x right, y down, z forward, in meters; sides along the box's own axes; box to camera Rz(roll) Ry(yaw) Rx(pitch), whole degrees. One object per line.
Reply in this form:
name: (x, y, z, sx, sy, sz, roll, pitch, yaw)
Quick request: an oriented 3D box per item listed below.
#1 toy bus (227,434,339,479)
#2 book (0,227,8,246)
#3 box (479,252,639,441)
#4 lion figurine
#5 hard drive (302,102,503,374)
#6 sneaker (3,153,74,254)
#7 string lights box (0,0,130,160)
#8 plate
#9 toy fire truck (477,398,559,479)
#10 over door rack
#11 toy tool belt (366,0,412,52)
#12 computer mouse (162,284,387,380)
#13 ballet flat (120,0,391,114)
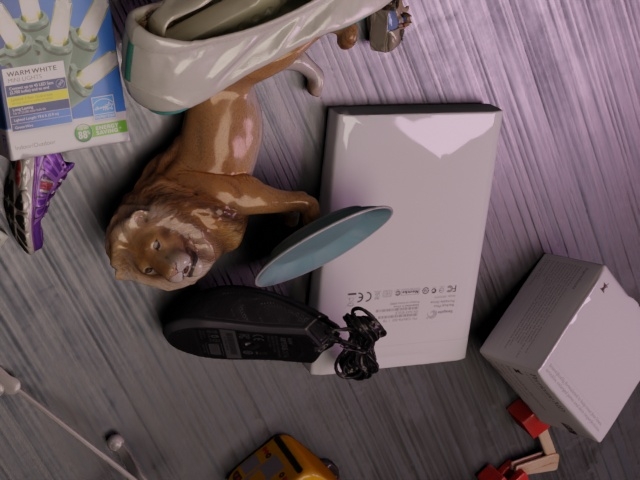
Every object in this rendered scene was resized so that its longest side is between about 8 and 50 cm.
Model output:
toy bus: (0.020, 0.410, 1.938, 0.130, 0.108, 0.333, -39, 122, -5)
book: (-0.436, -0.007, 1.586, 0.144, 0.035, 0.096, 38, 89, -33)
box: (0.347, 0.146, 1.950, 0.181, 0.119, 0.182, 47, 70, -32)
lion figurine: (-0.110, -0.130, 1.646, 0.240, 0.142, 0.392, 8, 94, -20)
hard drive: (0.104, -0.002, 1.837, 0.233, 0.047, 0.353, -4, 114, -24)
sneaker: (-0.314, -0.065, 1.600, 0.071, 0.068, 0.170, -2, 112, -31)
string lights box: (-0.292, -0.225, 1.502, 0.133, 0.077, 0.260, -12, 103, -20)
plate: (0.000, 0.000, 1.690, 0.188, 0.188, 0.024, -25, 79, -14)
toy fire truck: (0.304, 0.336, 2.079, 0.135, 0.047, 0.192, -44, 124, -4)
over door rack: (-0.351, 0.322, 1.737, 0.324, 0.108, 0.239, 39, 92, -18)
toy tool belt: (0.085, -0.271, 1.715, 0.051, 0.052, 0.083, -31, 131, -48)
computer mouse: (-0.057, 0.103, 1.748, 0.272, 0.072, 0.188, 5, 155, 0)
ballet flat: (-0.042, -0.276, 1.528, 0.400, 0.139, 0.139, -33, 122, -18)
